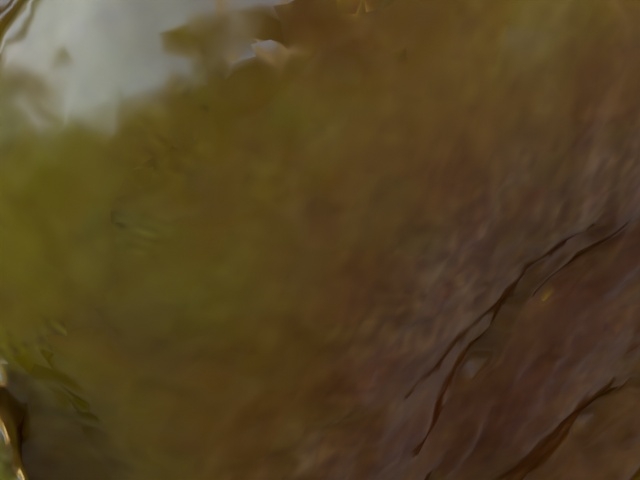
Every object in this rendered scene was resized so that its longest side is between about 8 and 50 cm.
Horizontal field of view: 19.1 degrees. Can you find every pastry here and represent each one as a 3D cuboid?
[{"bbox_3d":[0.000,0.000,0.497,0.356,0.356,0.164,-24,43,-27],"label":"pastry"}]
